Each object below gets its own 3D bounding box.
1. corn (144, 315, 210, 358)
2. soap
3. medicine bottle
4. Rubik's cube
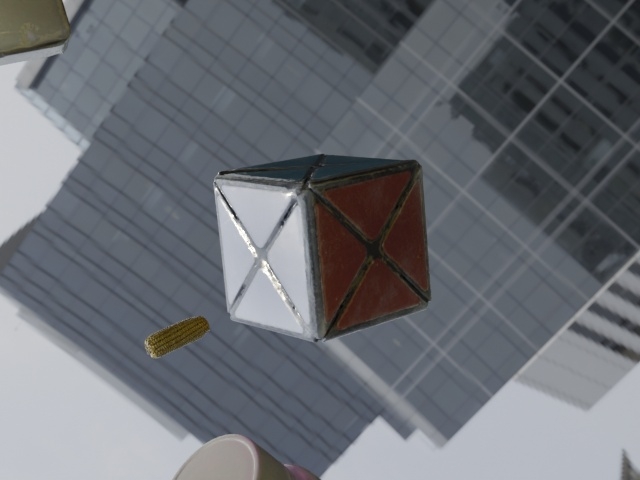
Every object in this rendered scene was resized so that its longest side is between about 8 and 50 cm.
[{"bbox_3d":[-0.198,0.132,1.343,0.037,0.092,0.037,60,164,28],"label":"corn"},{"bbox_3d":[-0.424,-0.342,1.338,0.121,0.064,0.183,-18,-87,-26],"label":"soap"},{"bbox_3d":[-0.084,0.469,1.549,0.302,0.241,0.241,47,-166,-31],"label":"medicine bottle"},{"bbox_3d":[0.000,0.000,1.570,0.259,0.255,0.260,-13,-167,-41],"label":"Rubik's cube"}]
